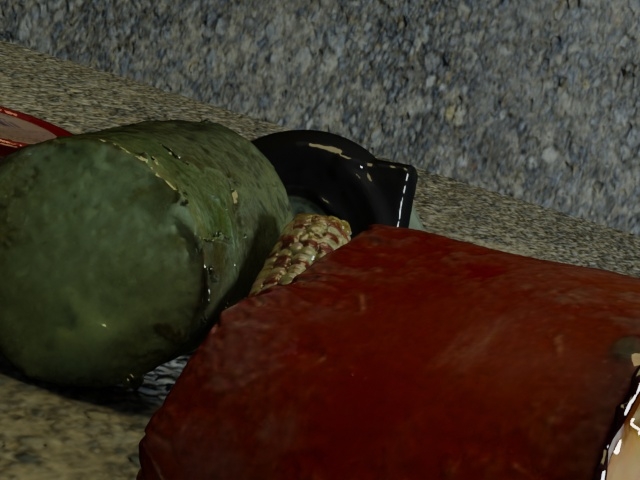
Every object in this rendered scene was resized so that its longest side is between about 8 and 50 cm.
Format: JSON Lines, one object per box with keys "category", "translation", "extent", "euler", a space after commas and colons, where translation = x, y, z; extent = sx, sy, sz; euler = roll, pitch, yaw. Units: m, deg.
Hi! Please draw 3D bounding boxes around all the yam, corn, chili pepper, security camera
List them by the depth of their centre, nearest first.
{"category": "chili pepper", "translation": [0.058, 0.106, 0.892], "extent": [0.305, 0.251, 0.229], "euler": [19, -16, 32]}
{"category": "corn", "translation": [-0.027, 0.059, 1.258], "extent": [0.079, 0.079, 0.237], "euler": [17, 43, 2]}
{"category": "yam", "translation": [-0.137, 0.002, 1.331], "extent": [0.195, 0.195, 0.300], "euler": [18, 10, 11]}
{"category": "security camera", "translation": [0.000, 0.000, 1.594], "extent": [0.191, 0.197, 0.277], "euler": [9, 2, 12]}

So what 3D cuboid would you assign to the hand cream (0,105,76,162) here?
{"category": "hand cream", "translation": [-0.305, -0.049, 1.523], "extent": [0.193, 0.125, 0.193], "euler": [18, 11, -4]}
